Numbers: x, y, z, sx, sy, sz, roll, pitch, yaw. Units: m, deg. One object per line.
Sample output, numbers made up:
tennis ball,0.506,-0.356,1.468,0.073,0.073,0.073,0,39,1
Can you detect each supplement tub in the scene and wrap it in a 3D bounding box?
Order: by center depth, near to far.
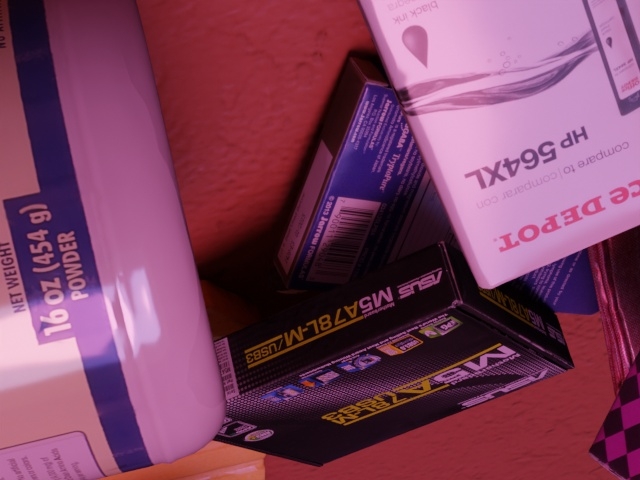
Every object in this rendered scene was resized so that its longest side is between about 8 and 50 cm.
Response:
supplement tub,-0.221,0.015,0.586,0.325,0.235,0.235,-13,138,-6

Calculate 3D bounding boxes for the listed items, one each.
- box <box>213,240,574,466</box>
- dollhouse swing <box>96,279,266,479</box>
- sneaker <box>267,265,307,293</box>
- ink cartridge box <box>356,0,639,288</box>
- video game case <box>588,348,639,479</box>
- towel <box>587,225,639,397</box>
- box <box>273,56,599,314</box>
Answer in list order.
box,0.031,0.075,0.784,0.191,0.045,0.184,-24,152,20
dollhouse swing,-0.183,0.229,0.816,0.305,0.315,0.346,0,136,-4
sneaker,0.000,0.000,0.807,0.083,0.031,0.035,-33,131,4
ink cartridge box,0.104,-0.099,0.641,0.148,0.086,0.203,-24,116,5
video game case,0.252,0.018,0.691,0.210,0.042,0.232,5,113,-48
towel,0.310,-0.043,0.775,0.329,0.037,0.237,-18,112,-5
box,0.097,-0.024,0.785,0.225,0.036,0.136,7,120,-26
